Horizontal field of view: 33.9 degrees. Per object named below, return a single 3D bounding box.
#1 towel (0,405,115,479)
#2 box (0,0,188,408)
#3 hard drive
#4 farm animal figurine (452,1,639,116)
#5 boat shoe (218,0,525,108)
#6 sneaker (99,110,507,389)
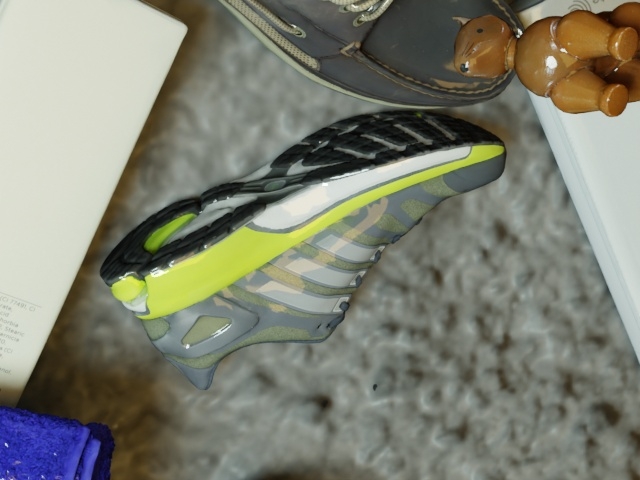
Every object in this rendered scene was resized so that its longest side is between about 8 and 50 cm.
[{"bbox_3d":[-0.233,0.223,0.545,0.228,0.076,0.308,15,62,-21],"label":"towel"},{"bbox_3d":[-0.196,-0.039,0.671,0.113,0.094,0.275,25,92,-23],"label":"box"},{"bbox_3d":[0.312,-0.081,0.867,0.233,0.047,0.353,-31,109,-11],"label":"hard drive"},{"bbox_3d":[0.133,-0.253,0.596,0.327,0.172,0.330,-40,128,-17],"label":"farm animal figurine"},{"bbox_3d":[-0.003,-0.182,0.689,0.355,0.130,0.132,23,93,-22],"label":"boat shoe"},{"bbox_3d":[0.000,0.000,0.755,0.300,0.111,0.121,-24,118,-7],"label":"sneaker"}]
